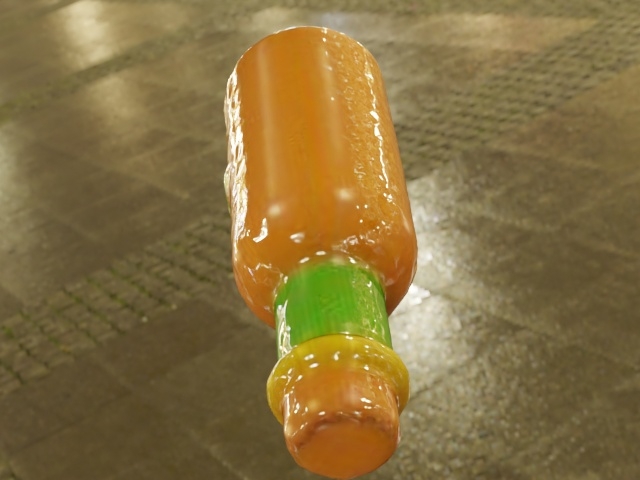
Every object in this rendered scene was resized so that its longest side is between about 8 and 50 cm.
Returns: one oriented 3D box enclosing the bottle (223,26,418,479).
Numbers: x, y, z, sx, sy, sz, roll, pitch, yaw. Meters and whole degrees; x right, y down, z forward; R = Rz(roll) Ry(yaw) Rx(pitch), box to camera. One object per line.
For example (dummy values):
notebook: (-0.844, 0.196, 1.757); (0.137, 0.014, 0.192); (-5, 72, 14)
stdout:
bottle: (0.000, 0.000, 0.430); (0.069, 0.069, 0.187); (-16, 40, 9)
